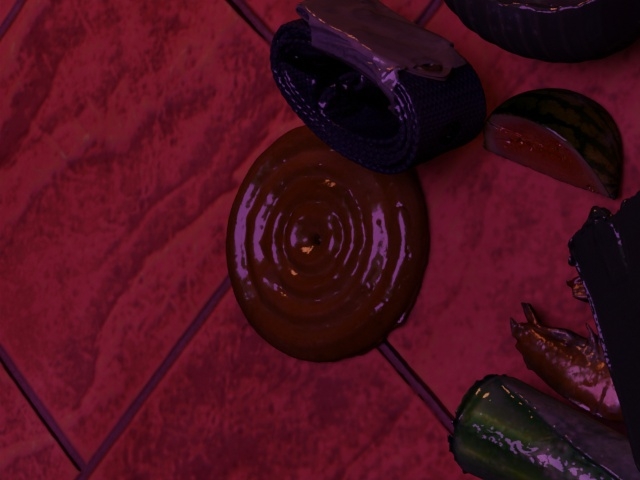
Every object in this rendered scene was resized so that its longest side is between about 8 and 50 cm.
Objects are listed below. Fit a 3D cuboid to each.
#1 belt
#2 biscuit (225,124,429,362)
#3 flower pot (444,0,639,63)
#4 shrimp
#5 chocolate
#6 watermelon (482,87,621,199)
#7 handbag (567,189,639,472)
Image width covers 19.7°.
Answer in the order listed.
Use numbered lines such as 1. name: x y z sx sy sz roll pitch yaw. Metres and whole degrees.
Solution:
1. belt: 0.063 -0.162 1.856 0.230 0.126 0.139 36 134 39
2. biscuit: 0.000 0.000 1.941 0.262 0.037 0.262 -6 80 35
3. flower pot: 0.217 -0.265 1.741 0.243 0.157 0.189 27 98 36
4. shrimp: 0.262 0.094 1.737 0.187 0.051 0.132 26 82 30
5. chocolate: 0.261 0.220 1.685 0.291 0.110 0.110 24 98 33
6. watermelon: 0.218 -0.107 1.774 0.163 0.069 0.087 23 97 38
7. handbag: 0.323 0.060 1.565 0.247 0.079 0.260 -46 56 59
